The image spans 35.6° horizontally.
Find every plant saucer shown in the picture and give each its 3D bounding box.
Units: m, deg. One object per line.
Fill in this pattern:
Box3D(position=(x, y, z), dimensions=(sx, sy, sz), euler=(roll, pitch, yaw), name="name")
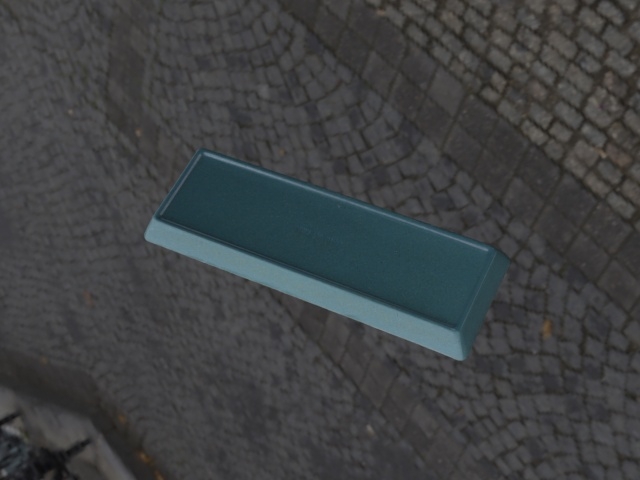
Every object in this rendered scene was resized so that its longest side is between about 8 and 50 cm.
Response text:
Box3D(position=(0.000, 0.000, 0.531), dimensions=(0.192, 0.067, 0.018), euler=(19, 151, 19), name="plant saucer")
